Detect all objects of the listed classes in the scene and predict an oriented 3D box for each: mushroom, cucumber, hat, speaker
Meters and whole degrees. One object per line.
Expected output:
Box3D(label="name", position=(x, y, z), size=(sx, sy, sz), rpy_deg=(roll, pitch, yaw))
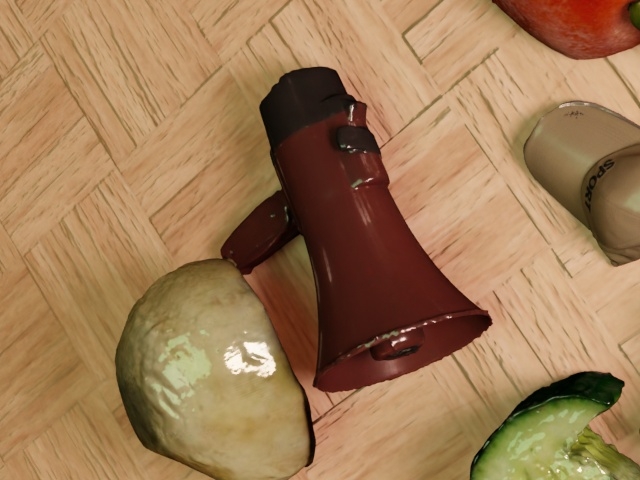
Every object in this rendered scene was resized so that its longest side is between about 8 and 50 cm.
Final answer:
Box3D(label="mushroom", position=(-0.122, 0.170, 1.412), size=(0.189, 0.164, 0.267), rpy_deg=(44, 147, 44))
Box3D(label="cucumber", position=(0.246, 0.237, 1.290), size=(0.191, 0.130, 0.191), rpy_deg=(5, 101, 26))
Box3D(label="hat", position=(0.270, -0.058, 1.267), size=(0.175, 0.085, 0.147), rpy_deg=(35, 111, 21))
Box3D(label="speaker", position=(0.024, 0.004, 1.411), size=(0.259, 0.198, 0.329), rpy_deg=(108, 142, -59))

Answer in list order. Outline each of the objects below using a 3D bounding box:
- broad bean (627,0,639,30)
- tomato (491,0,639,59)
Box3D(label="broad bean", position=(0.423, -0.166, 1.148), size=(0.292, 0.144, 0.049), rpy_deg=(12, 70, 38))
Box3D(label="tomato", position=(0.241, -0.350, 1.226), size=(0.338, 0.144, 0.338), rpy_deg=(3, 97, 27))
